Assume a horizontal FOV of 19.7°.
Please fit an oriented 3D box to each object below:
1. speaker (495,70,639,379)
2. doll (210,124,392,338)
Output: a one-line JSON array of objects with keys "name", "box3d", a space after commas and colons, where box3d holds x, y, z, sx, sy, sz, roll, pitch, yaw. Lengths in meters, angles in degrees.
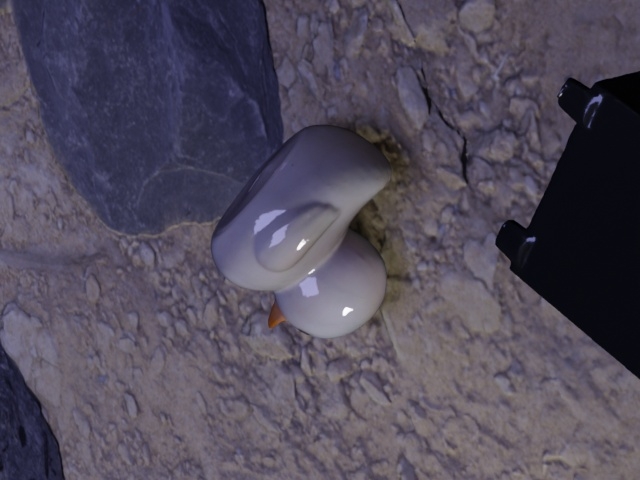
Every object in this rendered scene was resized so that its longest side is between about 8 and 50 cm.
[{"name": "speaker", "box3d": [0.339, -0.017, 1.758, 0.254, 0.184, 0.232, 42, 127, 31]}, {"name": "doll", "box3d": [0.000, 0.000, 2.096, 0.221, 0.221, 0.251, 48, 112, 23]}]
